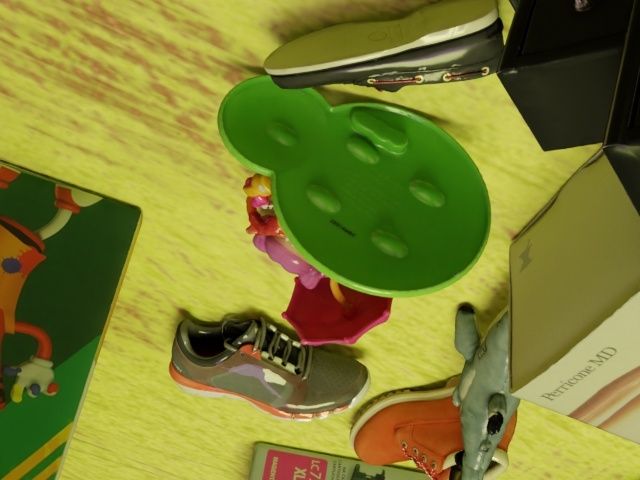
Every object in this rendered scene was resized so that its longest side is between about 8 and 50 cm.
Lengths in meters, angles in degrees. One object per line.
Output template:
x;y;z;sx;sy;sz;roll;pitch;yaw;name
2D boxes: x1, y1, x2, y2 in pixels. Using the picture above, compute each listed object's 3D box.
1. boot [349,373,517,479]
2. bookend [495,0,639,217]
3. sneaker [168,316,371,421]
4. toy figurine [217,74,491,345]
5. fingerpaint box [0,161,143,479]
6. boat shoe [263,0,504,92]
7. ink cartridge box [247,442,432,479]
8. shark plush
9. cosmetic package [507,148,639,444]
0.084;0.162;0.834;0.158;0.084;0.059;-25;130;34;boot
0.147;-0.074;0.484;0.157;0.156;0.072;-7;137;37;bookend
-0.040;0.092;0.798;0.158;0.061;0.064;5;132;3;sneaker
0.000;0.000;0.664;0.173;0.130;0.159;33;147;5;toy figurine
-0.296;0.217;0.748;0.163;0.371;0.445;20;138;-12;fingerpaint box
0.035;-0.099;0.578;0.133;0.049;0.042;-9;128;13;boat shoe
0.078;0.284;0.990;0.311;0.065;0.185;9;139;-2;ink cartridge box
0.113;0.114;0.742;0.073;0.067;0.161;24;98;-5;shark plush
0.280;0.061;0.652;0.296;0.129;0.153;21;138;-13;cosmetic package
